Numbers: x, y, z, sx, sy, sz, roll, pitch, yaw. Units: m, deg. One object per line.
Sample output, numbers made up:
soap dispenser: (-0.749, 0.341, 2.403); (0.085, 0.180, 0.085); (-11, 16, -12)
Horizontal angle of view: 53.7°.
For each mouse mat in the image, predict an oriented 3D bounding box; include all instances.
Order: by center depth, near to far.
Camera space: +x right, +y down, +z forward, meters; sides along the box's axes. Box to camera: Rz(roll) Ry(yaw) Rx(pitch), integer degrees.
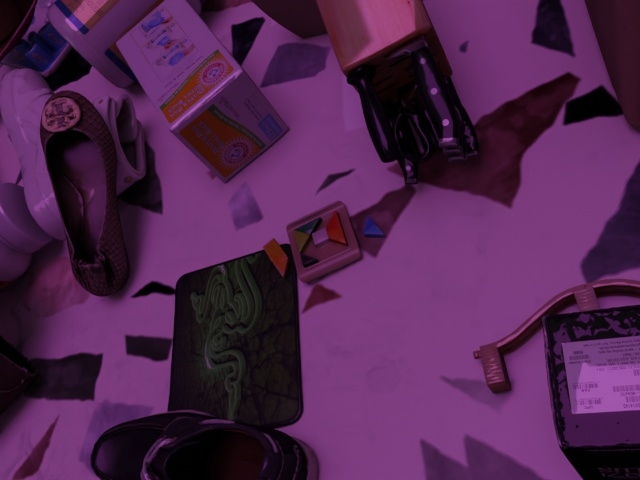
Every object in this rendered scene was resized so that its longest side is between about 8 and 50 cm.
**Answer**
mouse mat: (-0.089, 0.101, 0.637); (0.152, 0.007, 0.190); (-17, 56, 21)

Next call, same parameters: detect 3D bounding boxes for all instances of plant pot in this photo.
plant pot: (-0.009, -0.310, 0.760); (0.108, 0.096, 0.109); (-4, 63, 27)

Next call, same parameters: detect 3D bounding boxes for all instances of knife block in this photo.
knife block: (0.055, -0.195, 0.579); (0.088, 0.276, 0.242); (-23, 26, 16)

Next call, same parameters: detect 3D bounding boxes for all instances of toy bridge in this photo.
toy bridge: (0.207, 0.065, 0.479); (0.188, 0.026, 0.063); (-18, 54, 20)

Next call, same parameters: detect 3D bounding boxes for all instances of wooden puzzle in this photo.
wooden puzzle: (0.000, 0.000, 0.633); (0.116, 0.014, 0.079); (-30, 53, 6)

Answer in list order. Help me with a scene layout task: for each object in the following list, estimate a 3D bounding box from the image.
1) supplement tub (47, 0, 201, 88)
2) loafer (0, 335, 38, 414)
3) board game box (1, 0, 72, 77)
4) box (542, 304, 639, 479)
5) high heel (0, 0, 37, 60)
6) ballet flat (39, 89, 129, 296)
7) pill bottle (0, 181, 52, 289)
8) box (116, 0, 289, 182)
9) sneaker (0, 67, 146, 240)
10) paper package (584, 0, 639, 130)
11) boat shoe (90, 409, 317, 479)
supplement tub: (-0.258, -0.328, 0.879); (0.199, 0.144, 0.144); (-44, 52, 0)
loafer: (-0.442, 0.044, 0.705); (0.130, 0.366, 0.133); (-30, 16, -16)
board game box: (-0.503, -0.501, 1.170); (0.389, 0.050, 0.390); (23, 77, 36)
box: (0.236, 0.093, 0.370); (0.180, 0.147, 0.078); (-10, 60, 23)
high heel: (-0.575, -0.255, 0.948); (0.181, 0.127, 0.378); (-3, 57, 39)
ballet flat: (-0.277, -0.057, 0.731); (0.084, 0.058, 0.250); (-13, 85, 7)
pill bottle: (-0.457, 0.022, 0.813); (0.216, 0.121, 0.121); (-33, 53, 10)
box: (-0.143, -0.185, 0.755); (0.103, 0.114, 0.203); (-39, 53, 3)
sneaker: (-0.325, -0.157, 0.856); (0.169, 0.108, 0.293); (-33, 63, 8)
paper package: (0.267, -0.306, 0.462); (0.168, 0.325, 0.310); (-14, 57, 21)
boat shoe: (-0.121, 0.191, 0.559); (0.232, 0.079, 0.084); (-5, 68, 28)
